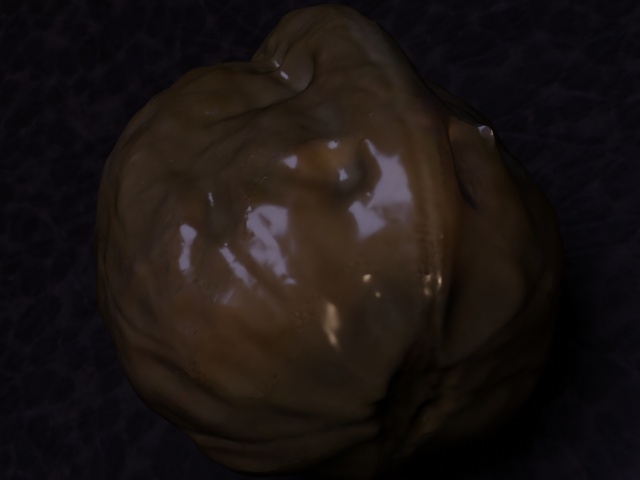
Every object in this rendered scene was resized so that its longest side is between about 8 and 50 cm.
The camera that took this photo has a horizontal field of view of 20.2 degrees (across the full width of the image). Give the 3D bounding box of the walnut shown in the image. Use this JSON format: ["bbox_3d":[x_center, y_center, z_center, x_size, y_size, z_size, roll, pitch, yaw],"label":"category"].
[{"bbox_3d":[-0.003,0.008,1.386,0.384,0.383,0.383,-14,55,21],"label":"walnut"}]
